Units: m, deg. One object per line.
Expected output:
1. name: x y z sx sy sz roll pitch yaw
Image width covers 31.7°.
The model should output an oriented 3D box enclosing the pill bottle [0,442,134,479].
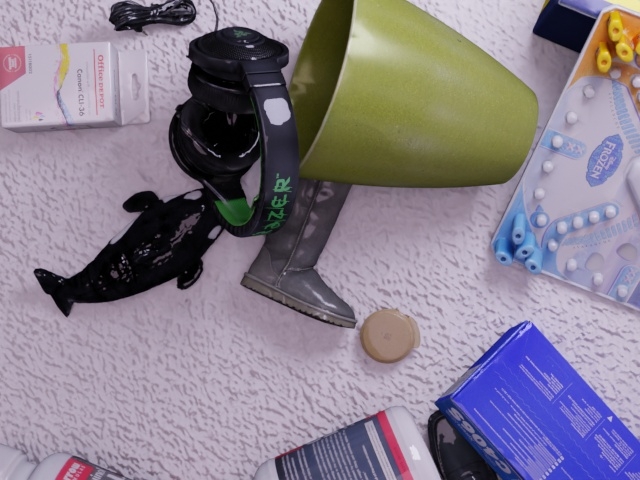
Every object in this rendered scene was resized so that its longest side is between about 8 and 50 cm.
1. pill bottle: -0.318 0.392 1.520 0.319 0.176 0.176 22 89 1

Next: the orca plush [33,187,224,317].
1. orca plush: -0.260 0.009 1.563 0.287 0.102 0.151 -15 89 1

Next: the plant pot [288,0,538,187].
1. plant pot: 0.128 -0.180 1.501 0.294 0.275 0.274 15 89 -15

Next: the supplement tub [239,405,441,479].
1. supplement tub: 0.028 0.354 1.505 0.272 0.191 0.191 -23 88 0

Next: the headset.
1. headset: -0.150 -0.183 1.500 0.185 0.243 0.394 -7 55 -25

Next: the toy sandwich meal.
1. toy sandwich meal: 0.097 0.133 1.591 0.086 0.029 0.085 0 91 5

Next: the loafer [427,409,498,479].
1. loafer: 0.213 0.336 1.557 0.076 0.078 0.223 -24 88 0

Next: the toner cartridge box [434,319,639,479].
1. toner cartridge box: 0.334 0.293 1.535 0.165 0.075 0.348 -41 88 -18

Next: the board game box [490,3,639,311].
1. board game box: 0.471 -0.061 1.475 0.390 0.050 0.389 22 121 2

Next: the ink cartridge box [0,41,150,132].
1. ink cartridge box: -0.344 -0.216 1.587 0.198 0.067 0.115 -4 88 1

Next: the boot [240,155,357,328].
1. boot: 0.001 0.000 1.581 0.190 0.076 0.208 25 83 0

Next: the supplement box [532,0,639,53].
1. supplement box: 0.453 -0.422 1.510 0.195 0.194 0.356 22 90 1
